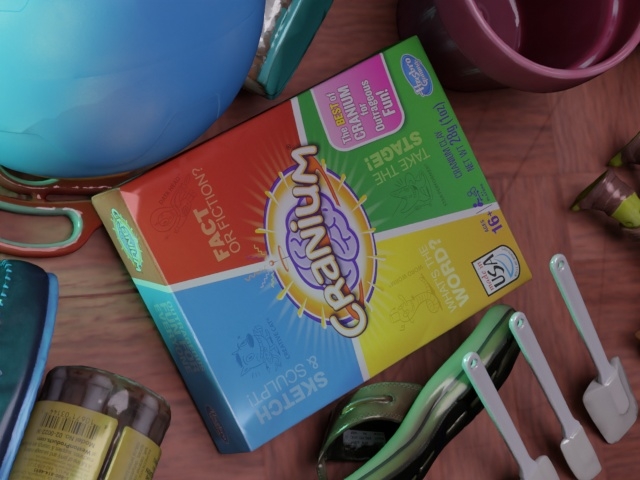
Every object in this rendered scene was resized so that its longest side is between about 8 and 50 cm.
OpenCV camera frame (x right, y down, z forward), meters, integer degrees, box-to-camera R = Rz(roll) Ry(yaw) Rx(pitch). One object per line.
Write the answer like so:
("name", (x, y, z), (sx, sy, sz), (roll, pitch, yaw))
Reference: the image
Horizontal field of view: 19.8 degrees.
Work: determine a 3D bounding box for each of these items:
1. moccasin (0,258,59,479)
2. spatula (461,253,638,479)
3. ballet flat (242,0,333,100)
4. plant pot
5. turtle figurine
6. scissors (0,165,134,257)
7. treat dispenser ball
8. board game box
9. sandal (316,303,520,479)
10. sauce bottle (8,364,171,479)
("moccasin", (-0.292, 0.162, 1.353), (0.117, 0.138, 0.342), (23, 69, -14))
("spatula", (0.202, 0.132, 1.588), (0.168, 0.019, 0.242), (-46, 131, -21))
("ballet flat", (-0.010, -0.297, 1.605), (0.147, 0.147, 0.409), (37, 63, -13))
("plant pot", (0.164, -0.214, 1.618), (0.201, 0.180, 0.201), (6, 76, -24))
("turtle figurine", (0.338, 0.012, 1.693), (0.217, 0.087, 0.269), (43, 76, 0))
("scissors", (-0.148, -0.027, 1.527), (0.297, 0.021, 0.109), (8, 74, -24))
("treat dispenser ball", (-0.184, -0.188, 1.393), (0.288, 0.288, 0.288), (5, 77, -24))
("board game box", (0.000, 0.000, 1.550), (0.316, 0.064, 0.242), (-30, 97, -27))
("sandal", (0.058, 0.157, 1.543), (0.086, 0.120, 0.303), (37, 61, 16))
("sauce bottle", (-0.218, 0.265, 1.378), (0.111, 0.111, 0.344), (28, 68, -17))
